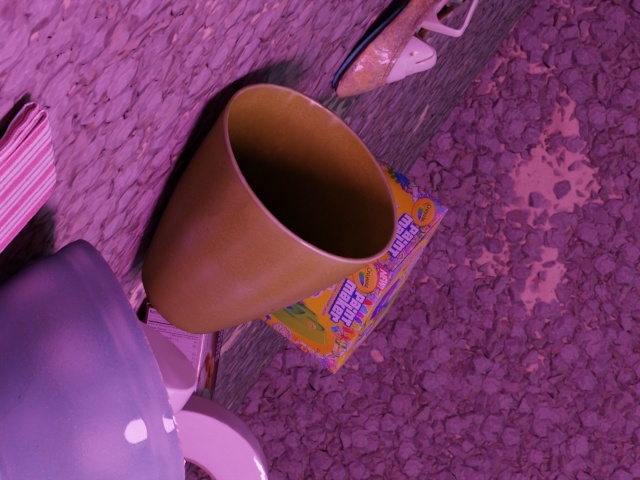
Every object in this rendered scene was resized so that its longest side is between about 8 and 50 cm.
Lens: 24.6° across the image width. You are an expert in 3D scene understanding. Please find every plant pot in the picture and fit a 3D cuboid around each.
[{"bbox_3d":[-0.292,0.167,1.529,0.196,0.293,0.293,-21,159,-20],"label":"plant pot"},{"bbox_3d":[-0.096,-0.008,1.917,0.293,0.275,0.275,-42,179,35],"label":"plant pot"}]

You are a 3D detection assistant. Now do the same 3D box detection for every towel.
[{"bbox_3d":[-0.303,-0.039,1.366,0.144,0.029,0.197,-50,173,-20],"label":"towel"}]

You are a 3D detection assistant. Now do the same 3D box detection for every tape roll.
[{"bbox_3d":[-0.213,0.366,2.106,0.286,0.286,0.100,-54,-173,6],"label":"tape roll"}]

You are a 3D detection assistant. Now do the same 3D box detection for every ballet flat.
[{"bbox_3d":[0.162,-0.341,2.340,0.348,0.123,0.123,-51,171,-15],"label":"ballet flat"}]

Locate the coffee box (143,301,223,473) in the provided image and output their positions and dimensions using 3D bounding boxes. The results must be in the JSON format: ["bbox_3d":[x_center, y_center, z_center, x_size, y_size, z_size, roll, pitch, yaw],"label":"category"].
[{"bbox_3d":[-0.217,0.214,2.217,0.141,0.098,0.246,-18,118,-82],"label":"coffee box"}]

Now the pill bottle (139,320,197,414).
[{"bbox_3d":[-0.323,0.281,1.893,0.363,0.210,0.210,-56,171,13],"label":"pill bottle"}]

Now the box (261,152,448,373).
[{"bbox_3d":[0.000,0.000,2.271,0.177,0.279,0.290,-47,168,-39],"label":"box"}]
